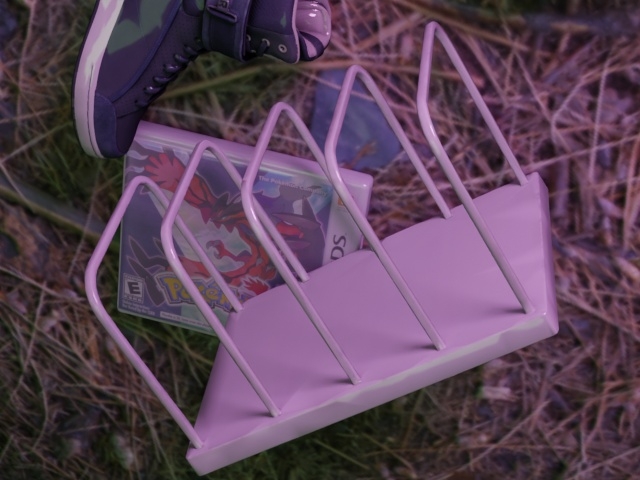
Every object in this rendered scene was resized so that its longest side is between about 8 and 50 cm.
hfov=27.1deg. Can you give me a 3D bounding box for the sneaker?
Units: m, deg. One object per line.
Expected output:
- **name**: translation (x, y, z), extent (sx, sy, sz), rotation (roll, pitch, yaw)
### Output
- **sneaker**: translation (-0.085, -0.133, 0.965), extent (0.163, 0.086, 0.226), rotation (23, 121, 5)

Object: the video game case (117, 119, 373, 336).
- **video game case**: translation (-0.067, 0.005, 1.085), extent (0.201, 0.023, 0.183), rotation (14, 123, 9)

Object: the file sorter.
- **file sorter**: translation (0.000, 0.000, 0.932), extent (0.278, 0.193, 0.173), rotation (-25, 114, 20)
